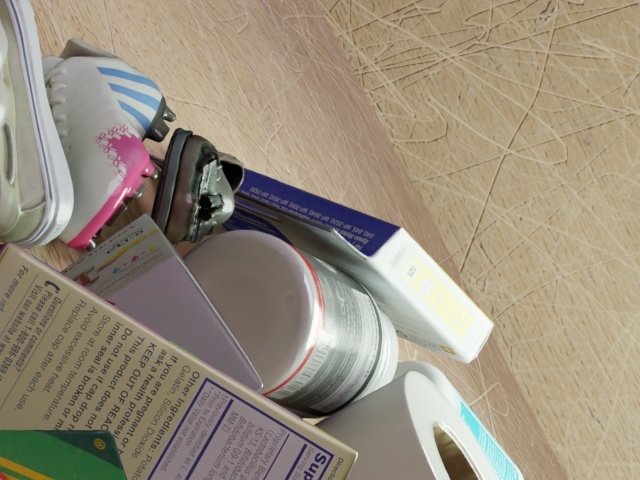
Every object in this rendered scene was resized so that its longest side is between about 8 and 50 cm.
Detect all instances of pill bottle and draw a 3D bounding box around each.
[{"bbox_3d":[0.143,0.272,2.056,0.264,0.146,0.146,51,16,-31],"label":"pill bottle"},{"bbox_3d":[-0.031,0.093,1.774,0.161,0.161,0.283,65,14,20],"label":"pill bottle"}]

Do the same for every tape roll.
[{"bbox_3d":[0.077,0.275,1.762,0.246,0.169,0.246,54,15,-22],"label":"tape roll"}]

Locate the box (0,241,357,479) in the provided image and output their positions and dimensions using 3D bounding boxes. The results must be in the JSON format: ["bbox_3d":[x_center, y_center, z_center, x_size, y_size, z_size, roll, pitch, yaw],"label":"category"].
[{"bbox_3d":[-0.135,0.113,1.084,0.243,0.117,0.213,33,-12,-14],"label":"box"}]

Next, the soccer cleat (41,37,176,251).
[{"bbox_3d":[-0.225,-0.095,1.627,0.143,0.116,0.331,40,16,-13],"label":"soccer cleat"}]

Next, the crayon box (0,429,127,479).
[{"bbox_3d":[-0.216,0.188,0.795,0.318,0.081,0.202,4,50,-38],"label":"crayon box"}]

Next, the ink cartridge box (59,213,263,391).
[{"bbox_3d":[-0.142,0.077,1.384,0.127,0.128,0.176,57,-4,-16],"label":"ink cartridge box"}]

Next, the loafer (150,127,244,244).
[{"bbox_3d":[-0.113,-0.055,1.702,0.084,0.096,0.267,14,14,-6],"label":"loafer"}]

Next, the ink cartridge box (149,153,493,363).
[{"bbox_3d":[0.000,0.000,1.943,0.303,0.072,0.307,23,-18,42],"label":"ink cartridge box"}]

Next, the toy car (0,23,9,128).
[{"bbox_3d":[-0.299,-0.161,1.314,0.159,0.136,0.182,21,32,-24],"label":"toy car"}]

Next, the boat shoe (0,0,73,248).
[{"bbox_3d":[-0.287,-0.138,1.460,0.302,0.109,0.094,66,17,15],"label":"boat shoe"}]
